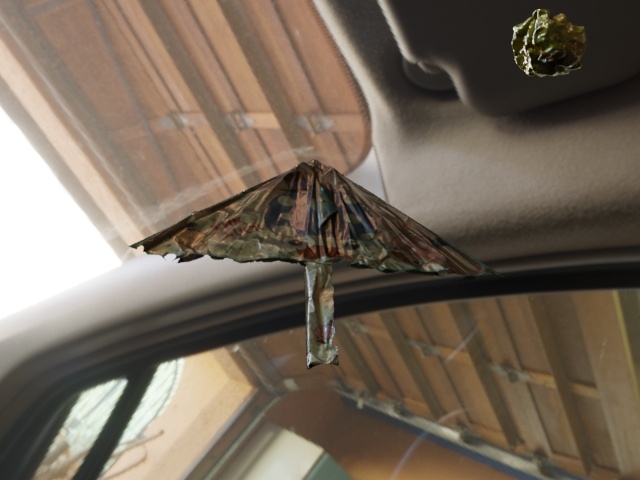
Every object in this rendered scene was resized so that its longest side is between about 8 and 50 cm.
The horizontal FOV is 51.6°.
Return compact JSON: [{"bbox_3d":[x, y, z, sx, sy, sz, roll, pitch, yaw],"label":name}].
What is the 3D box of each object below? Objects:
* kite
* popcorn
[{"bbox_3d":[0.000,-0.001,0.727,0.405,0.368,0.014,4,-53,-5],"label":"kite"},{"bbox_3d":[0.229,-0.196,0.671,0.083,0.060,0.068,29,5,40],"label":"popcorn"}]
